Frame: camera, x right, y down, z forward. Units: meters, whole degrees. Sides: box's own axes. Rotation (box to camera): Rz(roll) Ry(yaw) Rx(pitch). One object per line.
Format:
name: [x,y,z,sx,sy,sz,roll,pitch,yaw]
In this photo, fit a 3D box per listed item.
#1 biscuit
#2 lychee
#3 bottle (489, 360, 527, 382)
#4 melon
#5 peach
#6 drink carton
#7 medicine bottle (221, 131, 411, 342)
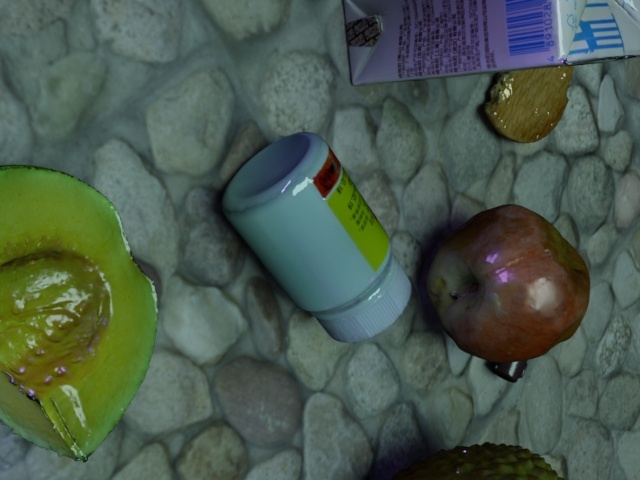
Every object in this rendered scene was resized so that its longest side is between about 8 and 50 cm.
biscuit: [0.329,-0.236,1.172,0.144,0.033,0.224,45,69,-34]
lychee: [0.180,0.401,0.984,0.270,0.270,0.320,27,91,-36]
bottle: [0.310,0.137,1.184,0.060,0.060,0.164,29,78,-36]
melon: [-0.260,0.050,0.711,0.169,0.129,0.265,-43,117,-51]
peach: [0.269,0.056,1.058,0.235,0.214,0.214,-9,100,-43]
drink carton: [0.204,-0.258,0.890,0.194,0.324,0.132,-13,102,-36]
medicine bottle: [0.000,0.000,0.881,0.139,0.139,0.225,-48,120,-23]
